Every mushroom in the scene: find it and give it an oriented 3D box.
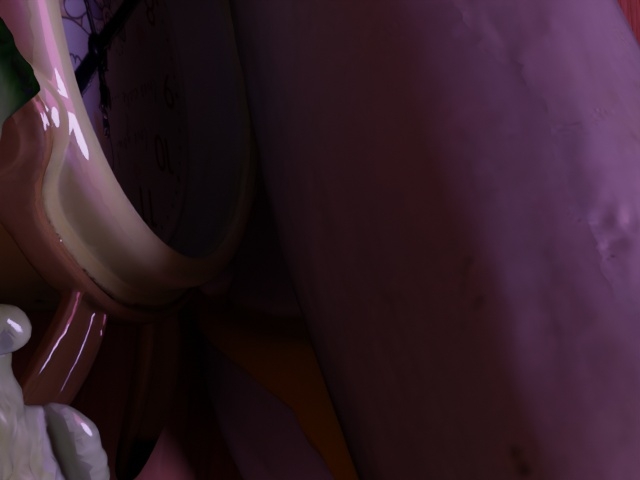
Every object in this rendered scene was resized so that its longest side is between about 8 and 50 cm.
[{"bbox_3d":[0.062,0.018,0.575,0.154,0.137,0.407,82,-5,-61],"label":"mushroom"}]

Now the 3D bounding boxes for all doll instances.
[{"bbox_3d":[-0.001,-0.001,0.720,0.145,0.103,0.316,122,-41,-62],"label":"doll"}]

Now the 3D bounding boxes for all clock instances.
[{"bbox_3d":[-0.077,-0.045,0.596,0.170,0.069,0.232,22,59,-68],"label":"clock"}]

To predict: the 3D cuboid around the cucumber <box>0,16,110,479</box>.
[{"bbox_3d":[-0.112,0.054,0.371,0.191,0.130,0.191,-7,90,-71],"label":"cucumber"}]
